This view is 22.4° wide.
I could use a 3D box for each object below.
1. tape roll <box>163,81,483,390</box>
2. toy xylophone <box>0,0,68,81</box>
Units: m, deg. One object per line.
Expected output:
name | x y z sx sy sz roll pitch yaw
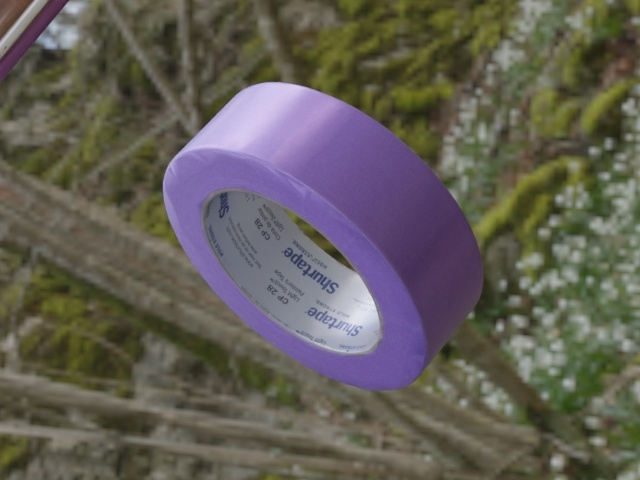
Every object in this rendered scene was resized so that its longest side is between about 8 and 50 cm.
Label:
tape roll | 0.000 0.000 1.368 0.090 0.274 0.275 -49 -36 -27
toy xylophone | -0.334 -0.218 1.160 0.236 0.322 0.081 -56 -1 9
